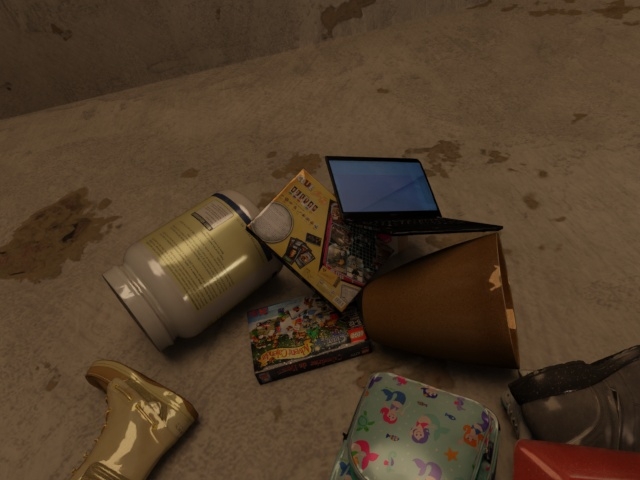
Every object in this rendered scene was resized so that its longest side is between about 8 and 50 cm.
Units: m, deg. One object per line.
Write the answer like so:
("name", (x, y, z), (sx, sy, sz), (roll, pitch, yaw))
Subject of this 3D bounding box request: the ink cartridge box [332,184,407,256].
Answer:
("ink cartridge box", (0.079, -0.023, 1.033), (0.235, 0.193, 0.088), (-25, 45, -13))

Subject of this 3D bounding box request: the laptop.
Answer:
("laptop", (0.165, -0.093, 0.864), (0.234, 0.136, 0.264), (-3, 9, -22))

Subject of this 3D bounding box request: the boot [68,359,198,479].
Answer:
("boot", (-0.381, 0.343, 0.826), (0.262, 0.095, 0.203), (17, 51, 23))

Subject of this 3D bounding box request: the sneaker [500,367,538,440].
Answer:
("sneaker", (0.331, 0.287, 0.742), (0.083, 0.071, 0.190), (7, 39, 35))

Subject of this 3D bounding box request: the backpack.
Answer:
("backpack", (0.130, 0.332, 0.654), (0.225, 0.191, 0.253), (13, 53, 25))

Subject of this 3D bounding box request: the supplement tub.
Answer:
("supplement tub", (-0.269, 0.061, 0.995), (0.325, 0.235, 0.235), (-37, 48, -25))

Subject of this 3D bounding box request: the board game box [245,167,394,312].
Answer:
("board game box", (0.000, 0.000, 0.892), (0.243, 0.042, 0.165), (43, 76, 0))

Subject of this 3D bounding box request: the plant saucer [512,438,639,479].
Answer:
("plant saucer", (0.313, 0.363, 0.486), (0.259, 0.048, 0.259), (15, 74, -21))

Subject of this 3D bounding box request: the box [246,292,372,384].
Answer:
("box", (-0.028, 0.187, 0.942), (0.233, 0.044, 0.159), (-16, 42, -3))

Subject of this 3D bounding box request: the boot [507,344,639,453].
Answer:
("boot", (0.458, 0.280, 0.664), (0.338, 0.118, 0.222), (-11, 61, -10))

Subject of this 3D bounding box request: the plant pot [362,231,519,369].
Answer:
("plant pot", (0.215, 0.121, 0.844), (0.255, 0.237, 0.237), (-9, 41, 23))
